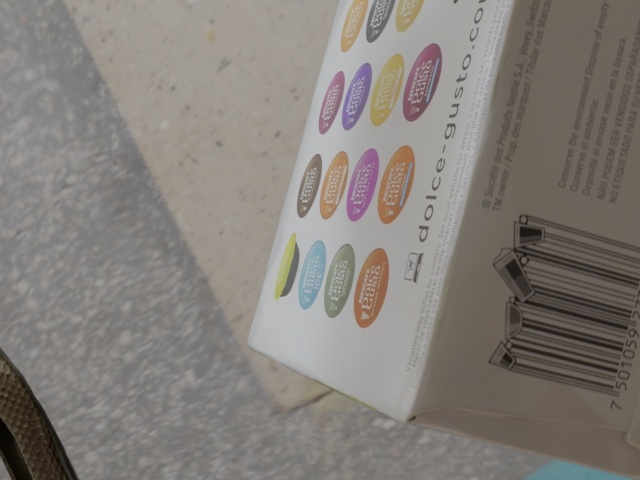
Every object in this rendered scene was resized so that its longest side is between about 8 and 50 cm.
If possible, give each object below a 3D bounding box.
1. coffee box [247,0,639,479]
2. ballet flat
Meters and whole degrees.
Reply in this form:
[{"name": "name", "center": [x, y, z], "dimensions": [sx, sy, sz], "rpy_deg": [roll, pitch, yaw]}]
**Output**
[{"name": "coffee box", "center": [0.183, -0.023, 0.840], "dimensions": [0.338, 0.334, 0.337], "rpy_deg": [16, 87, -19]}, {"name": "ballet flat", "center": [-0.212, 0.161, 0.832], "dimensions": [0.058, 0.084, 0.249], "rpy_deg": [-32, 91, -25]}]
